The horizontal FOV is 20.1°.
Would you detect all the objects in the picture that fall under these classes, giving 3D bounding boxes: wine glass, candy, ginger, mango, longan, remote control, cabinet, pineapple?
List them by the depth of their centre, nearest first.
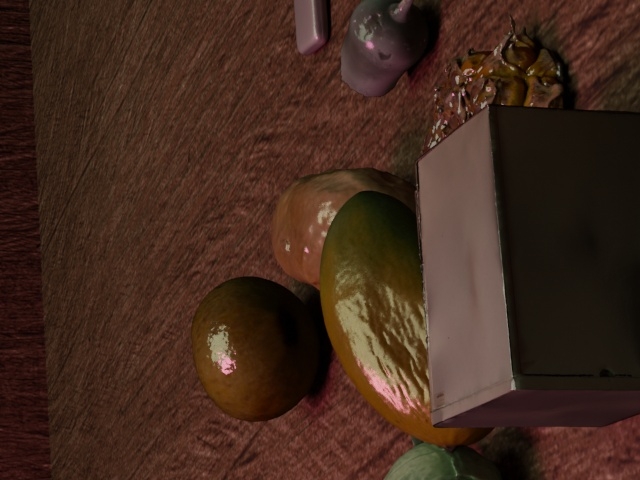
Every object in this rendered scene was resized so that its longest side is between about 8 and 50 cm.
[{"bbox_3d":[0.165,0.023,1.315,0.150,0.145,0.206,141,129,-65],"label":"cabinet"},{"bbox_3d":[0.139,-0.072,1.506,0.225,0.076,0.225,-177,90,-70],"label":"pineapple"},{"bbox_3d":[0.072,0.069,1.516,0.137,0.091,0.237,-44,61,3],"label":"mango"},{"bbox_3d":[0.084,0.150,1.641,0.440,0.119,0.119,-104,24,-58],"label":"candy"},{"bbox_3d":[0.038,0.003,1.684,0.267,0.138,0.152,-137,61,-63],"label":"ginger"},{"bbox_3d":[0.076,-0.214,1.686,0.195,0.079,0.079,124,143,-54],"label":"wine glass"},{"bbox_3d":[-0.080,0.122,1.988,0.176,0.145,0.154,-21,47,45],"label":"longan"},{"bbox_3d":[-0.013,-0.340,2.030,0.067,0.029,0.261,153,115,-68],"label":"remote control"}]
